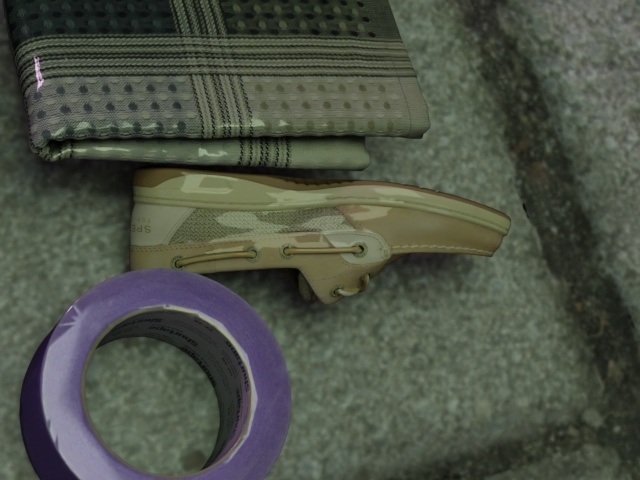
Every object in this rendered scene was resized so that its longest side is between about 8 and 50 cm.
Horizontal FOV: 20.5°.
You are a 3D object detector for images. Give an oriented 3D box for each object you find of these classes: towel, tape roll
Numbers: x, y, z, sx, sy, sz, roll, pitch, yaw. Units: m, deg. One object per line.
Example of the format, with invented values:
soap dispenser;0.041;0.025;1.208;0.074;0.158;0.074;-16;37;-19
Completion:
towel;-0.093;-0.188;1.409;0.324;0.056;0.312;-2;55;-20
tape roll;-0.122;0.120;1.307;0.189;0.080;0.189;7;70;-20

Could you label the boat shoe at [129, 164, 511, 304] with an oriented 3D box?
boat shoe;0.000;0.000;1.385;0.302;0.109;0.098;4;90;-15
